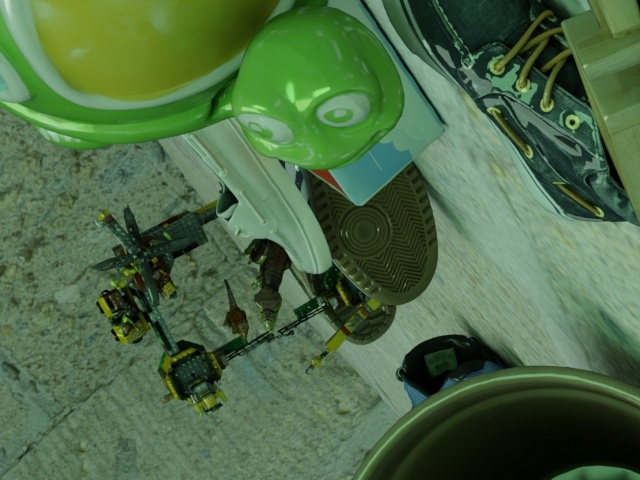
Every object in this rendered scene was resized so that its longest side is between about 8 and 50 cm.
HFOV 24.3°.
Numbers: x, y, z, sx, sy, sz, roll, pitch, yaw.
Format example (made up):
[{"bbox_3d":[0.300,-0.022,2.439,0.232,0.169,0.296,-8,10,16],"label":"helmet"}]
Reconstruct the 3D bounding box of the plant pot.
[{"bbox_3d":[0.198,0.264,1.142,0.323,0.323,0.280,47,-170,19],"label":"plant pot"}]

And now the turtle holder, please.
[{"bbox_3d":[-0.111,-0.155,0.721,0.227,0.243,0.320,51,-157,-76],"label":"turtle holder"}]

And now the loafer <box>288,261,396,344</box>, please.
[{"bbox_3d":[0.000,0.000,1.751,0.268,0.102,0.092,60,173,-11],"label":"loafer"}]

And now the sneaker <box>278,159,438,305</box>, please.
[{"bbox_3d":[-0.005,-0.073,1.279,0.282,0.099,0.153,57,168,-9],"label":"sneaker"}]

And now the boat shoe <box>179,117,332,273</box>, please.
[{"bbox_3d":[-0.055,-0.037,1.172,0.184,0.063,0.066,58,170,-32],"label":"boat shoe"}]

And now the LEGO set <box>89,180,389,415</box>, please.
[{"bbox_3d":[-0.068,0.038,1.586,0.192,0.331,0.255,-161,51,-75],"label":"LEGO set"}]

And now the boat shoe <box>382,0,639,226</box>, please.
[{"bbox_3d":[0.103,-0.081,0.687,0.183,0.065,0.083,49,166,-21],"label":"boat shoe"}]

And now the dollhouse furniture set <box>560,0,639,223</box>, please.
[{"bbox_3d":[0.096,-0.131,0.422,0.182,0.101,0.161,56,-164,-50],"label":"dollhouse furniture set"}]

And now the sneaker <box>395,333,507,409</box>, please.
[{"bbox_3d":[0.158,0.167,1.623,0.147,0.130,0.330,64,171,1],"label":"sneaker"}]

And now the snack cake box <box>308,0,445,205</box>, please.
[{"bbox_3d":[-0.039,-0.163,1.036,0.264,0.089,0.152,53,172,-29],"label":"snack cake box"}]
